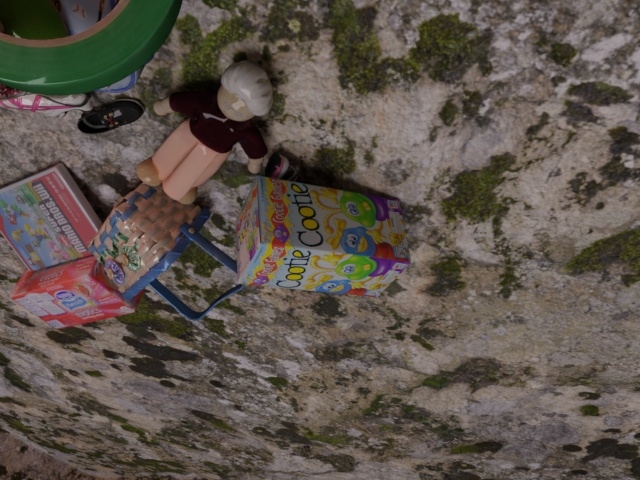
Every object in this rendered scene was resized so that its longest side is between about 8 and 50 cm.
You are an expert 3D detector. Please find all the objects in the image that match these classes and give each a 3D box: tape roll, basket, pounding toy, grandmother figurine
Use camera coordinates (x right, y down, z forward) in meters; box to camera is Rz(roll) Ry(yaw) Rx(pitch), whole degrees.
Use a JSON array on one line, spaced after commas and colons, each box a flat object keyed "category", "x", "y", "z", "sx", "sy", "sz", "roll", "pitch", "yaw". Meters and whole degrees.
[{"category": "tape roll", "x": -0.320, "y": -0.335, "z": 0.692, "sx": 0.321, "sy": 0.321, "sz": 0.077, "roll": 22, "pitch": -179, "yaw": -11}, {"category": "basket", "x": -0.312, "y": 0.037, "z": 1.231, "sx": 0.289, "sy": 0.201, "sz": 0.255, "roll": 38, "pitch": 136, "yaw": -14}, {"category": "pounding toy", "x": -0.468, "y": -0.272, "z": 0.790, "sx": 0.237, "sy": 0.110, "sz": 0.183, "roll": 18, "pitch": 138, "yaw": -2}, {"category": "grandmother figurine", "x": -0.181, "y": -0.177, "z": 1.011, "sx": 0.208, "sy": 0.104, "sz": 0.342, "roll": 22, "pitch": 145, "yaw": -25}]

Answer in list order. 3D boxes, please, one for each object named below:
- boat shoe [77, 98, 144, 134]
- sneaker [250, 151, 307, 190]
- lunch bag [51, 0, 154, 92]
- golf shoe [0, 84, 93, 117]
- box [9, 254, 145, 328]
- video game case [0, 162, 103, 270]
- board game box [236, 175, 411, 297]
[{"category": "boat shoe", "x": -0.371, "y": -0.216, "z": 1.062, "sx": 0.133, "sy": 0.042, "sz": 0.049, "roll": -7, "pitch": 136, "yaw": 22}, {"category": "sneaker", "x": -0.081, "y": -0.086, "z": 1.119, "sx": 0.077, "sy": 0.072, "sz": 0.178, "roll": 16, "pitch": 149, "yaw": -20}, {"category": "lunch bag", "x": -0.387, "y": -0.344, "z": 0.851, "sx": 0.303, "sy": 0.115, "sz": 0.243, "roll": 9, "pitch": 140, "yaw": 8}, {"category": "golf shoe", "x": -0.484, "y": -0.242, "z": 1.038, "sx": 0.186, "sy": 0.067, "sz": 0.086, "roll": 0, "pitch": 137, "yaw": 18}, {"category": "box", "x": -0.568, "y": 0.097, "z": 1.431, "sx": 0.300, "sy": 0.142, "sz": 0.154, "roll": -15, "pitch": 134, "yaw": 31}, {"category": "video game case", "x": -0.603, "y": -0.042, "z": 1.313, "sx": 0.285, "sy": 0.025, "sz": 0.204, "roll": -13, "pitch": 116, "yaw": 30}, {"category": "board game box", "x": 0.000, "y": 0.000, "z": 1.080, "sx": 0.275, "sy": 0.142, "sz": 0.144, "roll": 8, "pitch": 145, "yaw": -20}]
